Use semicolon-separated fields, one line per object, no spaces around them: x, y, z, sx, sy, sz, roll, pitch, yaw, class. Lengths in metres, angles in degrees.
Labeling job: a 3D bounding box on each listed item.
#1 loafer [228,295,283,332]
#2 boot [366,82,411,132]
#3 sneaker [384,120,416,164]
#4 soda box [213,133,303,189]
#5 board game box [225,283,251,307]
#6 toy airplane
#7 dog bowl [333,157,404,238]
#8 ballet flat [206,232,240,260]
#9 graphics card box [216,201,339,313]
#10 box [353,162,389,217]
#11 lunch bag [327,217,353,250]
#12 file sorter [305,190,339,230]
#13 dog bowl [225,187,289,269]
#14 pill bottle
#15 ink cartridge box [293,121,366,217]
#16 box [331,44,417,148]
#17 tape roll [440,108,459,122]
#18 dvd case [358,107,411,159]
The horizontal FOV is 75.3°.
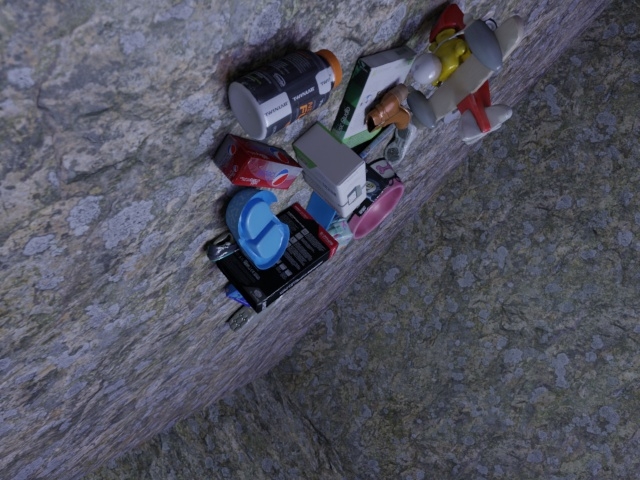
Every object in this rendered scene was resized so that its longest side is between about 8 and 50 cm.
-0.293;0.311;1.957;0.319;0.112;0.111;-38;169;3;loafer
0.213;-0.392;1.335;0.152;0.073;0.197;-44;152;-8;boot
0.356;-0.420;1.773;0.115;0.090;0.232;-36;163;-37;sneaker
-0.154;-0.196;1.084;0.083;0.092;0.263;-50;163;20;soda box
-0.245;0.184;1.644;0.210;0.047;0.160;-30;143;17;board game box
0.395;-0.472;1.227;0.272;0.384;0.387;-1;124;-18;toy airplane
0.221;-0.174;1.926;0.408;0.150;0.408;-41;163;-15;dog bowl
-0.274;0.003;1.328;0.203;0.074;0.074;-23;153;-41;ballet flat
-0.147;0.052;1.451;0.370;0.233;0.094;-37;163;-27;graphics card box
0.163;-0.211;1.677;0.180;0.147;0.077;-49;-175;15;box
0.000;0.000;1.762;0.278;0.108;0.224;-23;166;-10;lunch bag
0.034;-0.147;1.611;0.104;0.118;0.170;-37;162;-37;file sorter
-0.191;-0.038;1.265;0.166;0.074;0.297;-51;149;-24;dog bowl
-0.067;-0.331;0.906;0.245;0.130;0.130;-37;162;-24;pill bottle
0.037;-0.212;1.313;0.114;0.198;0.273;-44;164;-6;ink cartridge box
0.154;-0.436;1.310;0.232;0.058;0.322;-32;158;-36;box
0.607;-0.638;1.868;0.219;0.072;0.219;-41;164;-15;tape roll
0.219;-0.379;1.550;0.253;0.022;0.180;-44;-175;-3;dvd case
